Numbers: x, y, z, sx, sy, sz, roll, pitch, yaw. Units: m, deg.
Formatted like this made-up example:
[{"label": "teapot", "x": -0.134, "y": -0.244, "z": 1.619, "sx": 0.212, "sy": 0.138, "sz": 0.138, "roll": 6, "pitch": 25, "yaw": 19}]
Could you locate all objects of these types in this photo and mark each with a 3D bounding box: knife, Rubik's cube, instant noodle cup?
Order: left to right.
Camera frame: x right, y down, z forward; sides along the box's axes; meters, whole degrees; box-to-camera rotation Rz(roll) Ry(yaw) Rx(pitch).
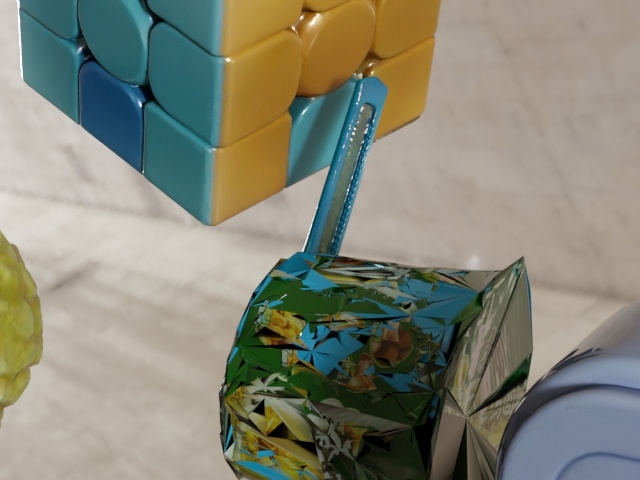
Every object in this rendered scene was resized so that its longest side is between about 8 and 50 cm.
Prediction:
[{"label": "Rubik's cube", "x": -0.081, "y": -0.240, "z": 1.636, "sx": 0.290, "sy": 0.291, "sz": 0.292, "roll": 37, "pitch": -40, "yaw": 29}, {"label": "knife", "x": 0.001, "y": 0.000, "z": 1.544, "sx": 0.026, "sy": 0.044, "sz": 0.297, "roll": 26, "pitch": -80, "yaw": 65}, {"label": "instant noodle cup", "x": 0.041, "y": 0.114, "z": 1.349, "sx": 0.178, "sy": 0.240, "sz": 0.240, "roll": 14, "pitch": -38, "yaw": 22}]

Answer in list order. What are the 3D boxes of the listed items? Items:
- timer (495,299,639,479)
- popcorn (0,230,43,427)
[{"label": "timer", "x": 0.289, "y": 0.229, "z": 1.023, "sx": 0.395, "sy": 0.173, "sz": 0.395, "roll": 11, "pitch": -67, "yaw": 27}, {"label": "popcorn", "x": -0.403, "y": 0.081, "z": 1.757, "sx": 0.247, "sy": 0.282, "sz": 0.282, "roll": -115, "pitch": -177, "yaw": -64}]
